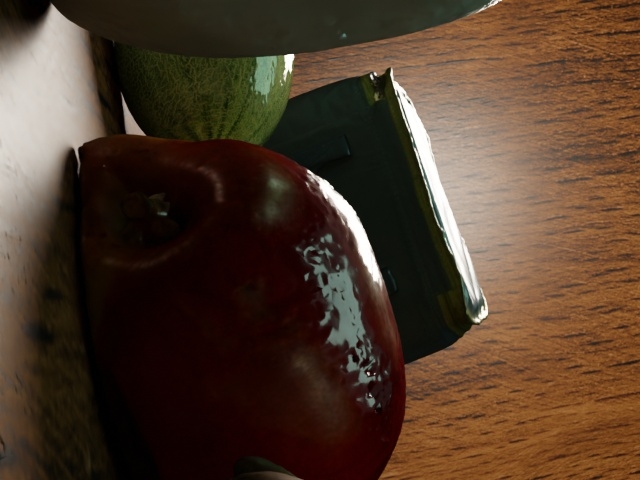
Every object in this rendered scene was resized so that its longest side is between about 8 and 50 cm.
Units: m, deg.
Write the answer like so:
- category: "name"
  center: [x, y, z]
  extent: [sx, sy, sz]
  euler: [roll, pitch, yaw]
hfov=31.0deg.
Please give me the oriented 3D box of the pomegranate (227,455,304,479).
- category: "pomegranate"
  center: [0.046, 0.205, 0.398]
  extent: [0.340, 0.285, 0.285]
  euler: [49, -22, 35]

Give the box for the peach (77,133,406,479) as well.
- category: "peach"
  center: [-0.034, 0.083, 0.610]
  extent: [0.154, 0.159, 0.267]
  euler: [-94, 179, -56]

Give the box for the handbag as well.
- category: "handbag"
  center: [0.000, 0.000, 1.046]
  extent: [0.222, 0.241, 0.263]
  euler: [20, 53, -76]

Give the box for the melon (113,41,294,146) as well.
- category: "melon"
  center: [-0.090, -0.146, 0.891]
  extent: [0.139, 0.139, 0.192]
  euler: [87, -3, -62]

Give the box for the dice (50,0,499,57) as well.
- category: "dice"
  center: [-0.024, -0.256, 0.558]
  extent: [0.262, 0.268, 0.264]
  euler: [-102, -175, -57]
